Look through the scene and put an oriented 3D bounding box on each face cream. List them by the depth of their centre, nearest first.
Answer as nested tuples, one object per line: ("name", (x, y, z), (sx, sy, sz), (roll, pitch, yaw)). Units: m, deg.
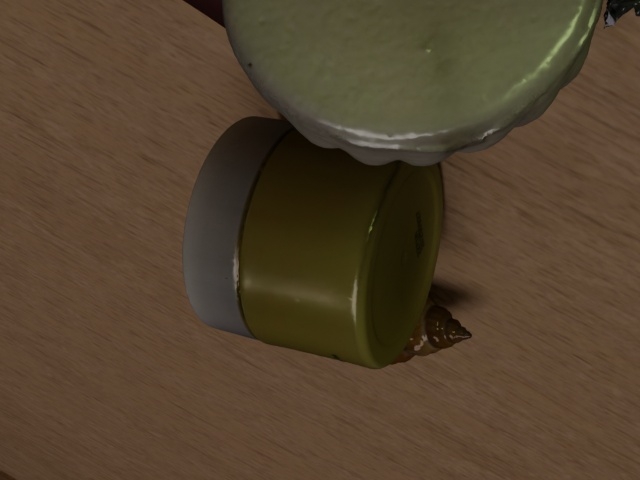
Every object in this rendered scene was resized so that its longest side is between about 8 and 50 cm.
("face cream", (0.000, 0.000, 0.992), (0.179, 0.218, 0.218), (12, 141, 22))

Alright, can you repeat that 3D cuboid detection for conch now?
("conch", (0.029, 0.088, 1.191), (0.330, 0.093, 0.109), (3, 144, 34))

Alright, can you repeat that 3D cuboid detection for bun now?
("bun", (0.071, -0.164, 0.749), (0.263, 0.263, 0.175), (20, 170, 14))

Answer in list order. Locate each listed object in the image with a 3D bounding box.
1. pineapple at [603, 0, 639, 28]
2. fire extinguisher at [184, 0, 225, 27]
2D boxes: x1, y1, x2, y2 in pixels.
("pineapple", (0.283, -0.147, 0.674), (0.197, 0.108, 0.108), (13, 147, -11))
("fire extinguisher", (-0.017, -0.195, 0.868), (0.269, 0.105, 0.105), (34, 145, -4))
